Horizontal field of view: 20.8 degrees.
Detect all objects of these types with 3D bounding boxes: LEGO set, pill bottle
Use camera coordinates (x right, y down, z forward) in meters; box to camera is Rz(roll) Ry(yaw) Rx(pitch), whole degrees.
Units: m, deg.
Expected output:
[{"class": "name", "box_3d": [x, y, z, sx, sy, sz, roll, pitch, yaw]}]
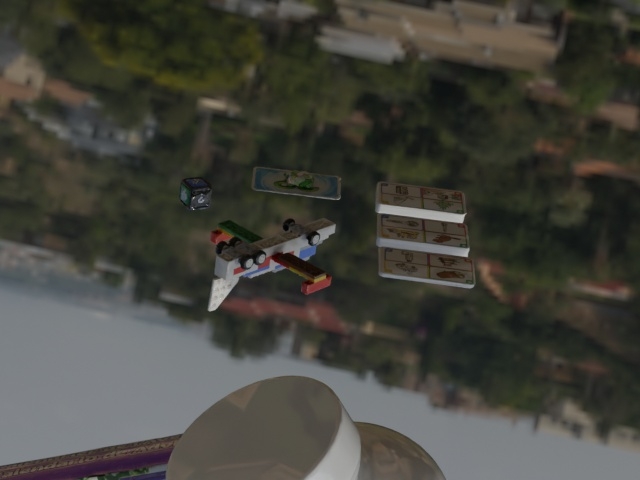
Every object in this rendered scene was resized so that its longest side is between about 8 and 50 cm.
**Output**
[{"class": "LEGO set", "box_3d": [0.000, 0.000, 1.439, 0.244, 0.060, 0.182, 7, -154, -3]}, {"class": "pill bottle", "box_3d": [0.021, 0.193, 0.876, 0.146, 0.146, 0.264, 8, 136, 44]}]

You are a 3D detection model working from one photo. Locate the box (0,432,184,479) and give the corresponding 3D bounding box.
[{"class": "box", "box_3d": [-0.097, 0.261, 0.996, 0.201, 0.293, 0.057, -10, -170, 0]}]
